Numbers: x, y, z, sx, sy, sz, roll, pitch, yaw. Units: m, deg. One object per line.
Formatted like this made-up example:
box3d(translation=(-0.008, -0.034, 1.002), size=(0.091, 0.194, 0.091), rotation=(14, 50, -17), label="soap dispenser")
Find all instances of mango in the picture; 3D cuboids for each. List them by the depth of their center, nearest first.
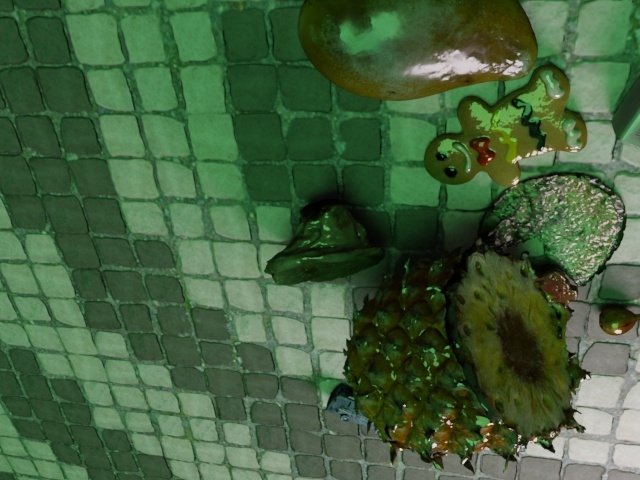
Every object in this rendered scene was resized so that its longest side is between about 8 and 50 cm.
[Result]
box3d(translation=(0.128, -0.270, 0.865), size=(0.317, 0.146, 0.192), rotation=(8, 133, 2), label="mango")

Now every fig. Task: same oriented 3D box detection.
box3d(translation=(0.503, 0.127, 1.099), size=(0.083, 0.050, 0.050), rotation=(-23, 116, 7), label="fig")

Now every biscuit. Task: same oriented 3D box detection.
box3d(translation=(0.263, -0.149, 0.978), size=(0.240, 0.035, 0.158), rotation=(-26, 111, 28), label="biscuit")
box3d(translation=(0.359, 0.079, 1.104), size=(0.130, 0.019, 0.119), rotation=(5, 141, 25), label="biscuit")

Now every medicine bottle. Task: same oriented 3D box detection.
box3d(translation=(0.442, -0.185, 0.878), size=(0.055, 0.074, 0.117), rotation=(22, 126, 1), label="medicine bottle")

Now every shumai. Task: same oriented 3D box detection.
box3d(translation=(0.000, 0.000, 1.101), size=(0.201, 0.201, 0.120), rotation=(-17, 76, 25), label="shumai")

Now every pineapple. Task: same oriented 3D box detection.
box3d(translation=(0.210, 0.188, 1.033), size=(0.352, 0.352, 0.300), rotation=(38, 142, -12), label="pineapple")

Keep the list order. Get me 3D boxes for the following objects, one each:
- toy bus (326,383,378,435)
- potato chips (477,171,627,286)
box3d(translation=(0.097, 0.349, 1.360), size=(0.166, 0.047, 0.065), rotation=(23, 122, -3), label="toy bus")
box3d(translation=(0.361, -0.018, 1.049), size=(0.220, 0.029, 0.201), rotation=(5, 124, 9), label="potato chips")
